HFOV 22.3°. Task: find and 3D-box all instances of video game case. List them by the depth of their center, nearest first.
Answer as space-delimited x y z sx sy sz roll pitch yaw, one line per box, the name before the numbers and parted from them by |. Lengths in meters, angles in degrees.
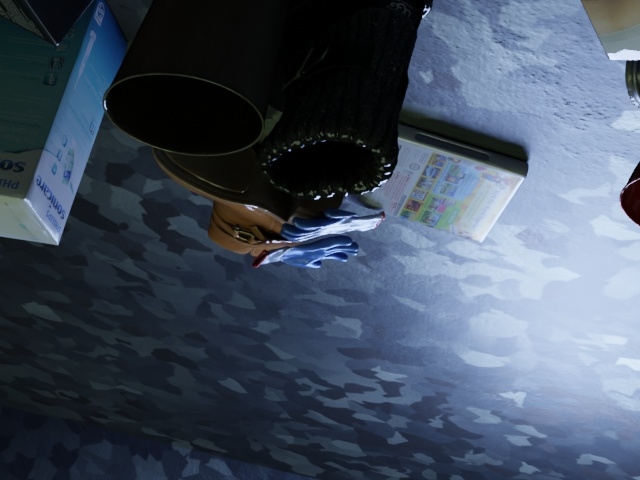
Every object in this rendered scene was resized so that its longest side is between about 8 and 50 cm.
video game case | 0.150 -0.078 2.172 0.206 0.026 0.227 17 155 -3

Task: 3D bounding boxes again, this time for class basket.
basket | -0.116 -0.228 1.751 0.204 0.227 0.154 -10 144 45

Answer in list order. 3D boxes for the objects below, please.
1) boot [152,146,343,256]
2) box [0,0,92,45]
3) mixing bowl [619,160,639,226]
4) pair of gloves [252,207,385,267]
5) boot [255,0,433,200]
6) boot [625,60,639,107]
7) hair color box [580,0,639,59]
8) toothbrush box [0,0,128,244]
boot | -0.125 -0.063 2.289 0.283 0.109 0.220 12 158 -18
box | -0.368 -0.348 1.735 0.184 0.103 0.261 26 162 26
mixing bowl | 0.449 -0.075 1.904 0.181 0.098 0.181 13 155 6
pair of gloves | 0.000 0.000 2.271 0.159 0.023 0.198 -6 160 -27
boot | -0.006 -0.153 1.807 0.131 0.260 0.348 22 155 -17
boot | 0.452 -0.165 1.737 0.208 0.076 0.189 5 169 38
hair color box | 0.315 -0.299 1.491 0.185 0.110 0.339 2 151 29
toothbrush box | -0.390 -0.162 1.981 0.216 0.295 0.126 7 155 16
